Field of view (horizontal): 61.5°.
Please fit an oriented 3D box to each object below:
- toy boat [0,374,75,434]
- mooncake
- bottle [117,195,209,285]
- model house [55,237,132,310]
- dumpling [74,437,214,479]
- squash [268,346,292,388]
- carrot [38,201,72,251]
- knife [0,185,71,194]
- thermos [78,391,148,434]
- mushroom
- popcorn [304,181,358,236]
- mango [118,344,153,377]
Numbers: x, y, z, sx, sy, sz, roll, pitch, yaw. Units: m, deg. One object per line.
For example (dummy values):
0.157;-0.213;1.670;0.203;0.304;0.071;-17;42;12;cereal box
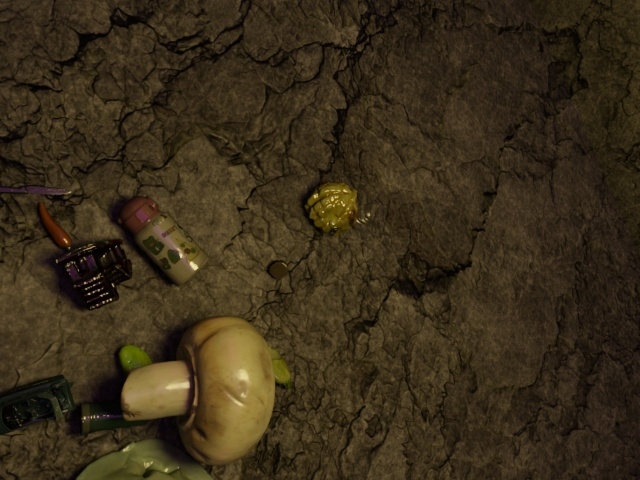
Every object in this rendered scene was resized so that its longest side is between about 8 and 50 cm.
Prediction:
-0.685;0.385;1.218;0.246;0.103;0.092;-15;112;-25;toy boat
0.004;0.005;1.607;0.347;0.057;0.150;-16;115;-11;mooncake
-0.419;-0.007;1.420;0.253;0.120;0.120;50;62;-13;bottle
-0.546;0.084;1.341;0.165;0.106;0.152;-25;92;-25;model house
-0.418;0.631;1.273;0.211;0.270;0.321;-54;133;-3;dumpling
-0.135;0.355;1.538;0.200;0.090;0.075;45;72;-21;squash
-0.664;-0.032;1.342;0.035;0.035;0.142;-37;95;-29;carrot
-0.715;-0.126;1.343;0.170;0.010;0.023;0;87;-30;knife
-0.493;0.424;1.332;0.188;0.073;0.083;2;59;-30;thermos
-0.275;0.359;1.343;0.353;0.353;0.325;51;19;-12;mushroom
0.038;-0.096;1.679;0.174;0.142;0.173;-14;117;-29;popcorn
-0.471;0.314;1.370;0.073;0.056;0.108;-40;98;-34;mango
